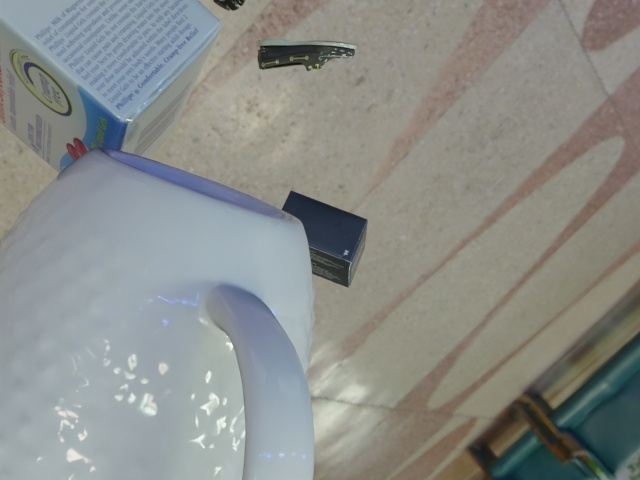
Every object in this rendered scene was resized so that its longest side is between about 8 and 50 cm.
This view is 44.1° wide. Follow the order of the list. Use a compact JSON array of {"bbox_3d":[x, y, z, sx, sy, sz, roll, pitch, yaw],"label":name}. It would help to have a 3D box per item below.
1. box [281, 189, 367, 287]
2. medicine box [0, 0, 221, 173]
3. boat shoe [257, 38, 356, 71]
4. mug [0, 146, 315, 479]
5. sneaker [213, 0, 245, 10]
[{"bbox_3d":[0.000,0.000,1.477,0.158,0.156,0.093,88,24,-70],"label":"box"},{"bbox_3d":[-0.279,-0.213,0.815,0.149,0.289,0.263,-52,-174,-24],"label":"medicine box"},{"bbox_3d":[-0.031,-0.415,1.776,0.081,0.227,0.069,-33,126,-74],"label":"boat shoe"},{"bbox_3d":[-0.122,0.123,0.570,0.276,0.374,0.328,17,96,-34],"label":"mug"},{"bbox_3d":[-0.090,-0.407,1.129,0.081,0.208,0.094,40,64,-31],"label":"sneaker"}]
